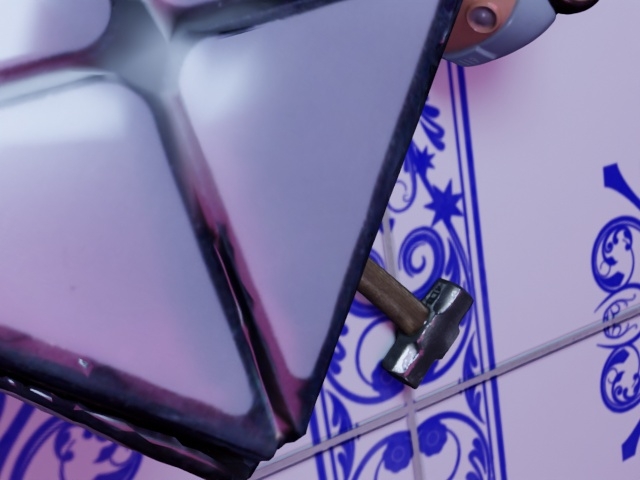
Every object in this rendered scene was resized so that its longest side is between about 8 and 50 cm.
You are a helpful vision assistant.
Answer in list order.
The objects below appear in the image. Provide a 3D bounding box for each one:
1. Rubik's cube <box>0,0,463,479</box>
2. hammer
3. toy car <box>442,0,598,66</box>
[{"bbox_3d":[-0.144,-0.069,0.481,0.306,0.305,0.310,28,74,-25],"label":"Rubik's cube"},{"bbox_3d":[0.000,0.000,0.764,0.365,0.043,0.111,41,78,-27],"label":"hammer"},{"bbox_3d":[0.133,-0.302,0.719,0.212,0.180,0.271,23,85,-21],"label":"toy car"}]
